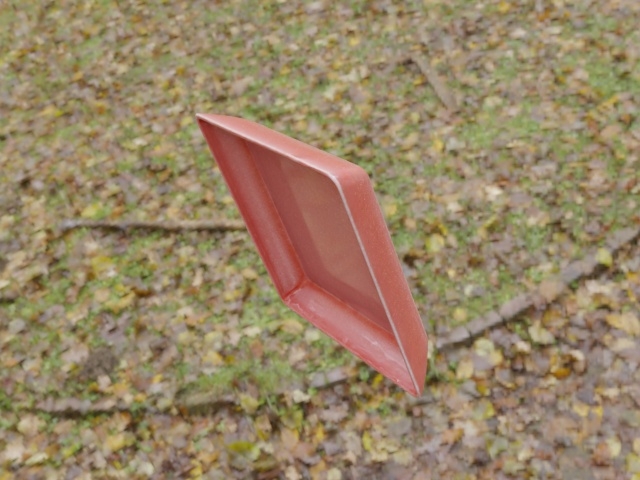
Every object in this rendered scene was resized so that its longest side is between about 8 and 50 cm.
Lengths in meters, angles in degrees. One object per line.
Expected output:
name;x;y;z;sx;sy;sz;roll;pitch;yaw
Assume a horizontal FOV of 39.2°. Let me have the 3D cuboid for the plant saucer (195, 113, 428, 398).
plant saucer;0.000;0.000;0.875;0.048;0.259;0.258;-34;34;-19
